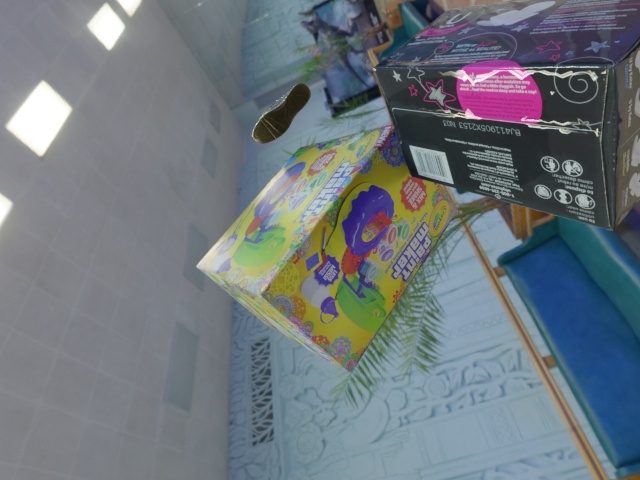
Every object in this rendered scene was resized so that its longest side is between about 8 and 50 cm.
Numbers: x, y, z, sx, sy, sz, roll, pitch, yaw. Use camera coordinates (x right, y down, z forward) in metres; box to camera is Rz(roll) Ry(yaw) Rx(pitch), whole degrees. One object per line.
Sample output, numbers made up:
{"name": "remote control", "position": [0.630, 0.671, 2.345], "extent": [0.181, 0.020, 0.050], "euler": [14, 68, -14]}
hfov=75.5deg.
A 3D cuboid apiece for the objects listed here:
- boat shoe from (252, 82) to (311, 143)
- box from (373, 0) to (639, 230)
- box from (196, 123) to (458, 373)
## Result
{"name": "boat shoe", "position": [-0.083, -0.264, 0.862], "extent": [0.056, 0.153, 0.048], "euler": [38, -172, -24]}
{"name": "box", "position": [0.206, -0.142, 0.428], "extent": [0.247, 0.142, 0.163], "euler": [30, 156, 51]}
{"name": "box", "position": [0.000, 0.000, 0.650], "extent": [0.177, 0.290, 0.279], "euler": [46, 160, -26]}
